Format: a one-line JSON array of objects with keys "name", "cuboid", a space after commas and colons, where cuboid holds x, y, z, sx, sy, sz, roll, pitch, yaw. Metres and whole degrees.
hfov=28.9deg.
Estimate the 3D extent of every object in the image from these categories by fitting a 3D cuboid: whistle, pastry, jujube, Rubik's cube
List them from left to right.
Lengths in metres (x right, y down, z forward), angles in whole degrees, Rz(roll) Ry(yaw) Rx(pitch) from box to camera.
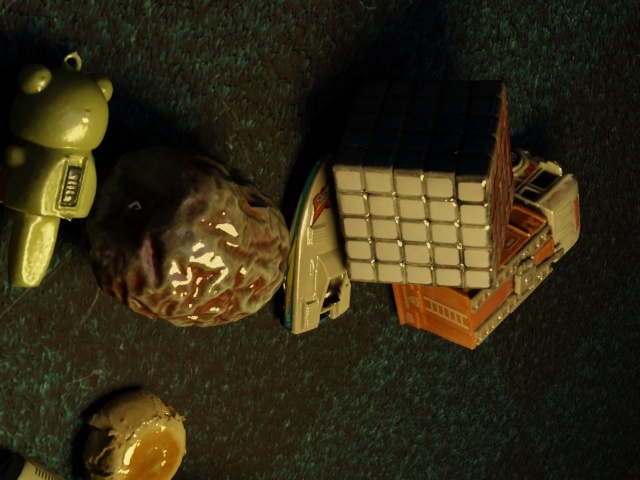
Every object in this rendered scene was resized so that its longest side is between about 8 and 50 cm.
[{"name": "whistle", "cuboid": [-0.322, -0.084, 1.461, 0.131, 0.106, 0.288, 1, 108, -53]}, {"name": "pastry", "cuboid": [-0.265, 0.295, 1.767, 0.166, 0.088, 0.165, -30, 131, -42]}, {"name": "jujube", "cuboid": [-0.167, 0.001, 1.610, 0.226, 0.226, 0.317, -64, 154, -1]}, {"name": "Rubik's cube", "cuboid": [0.160, -0.089, 1.881, 0.237, 0.237, 0.238, -70, 157, -45]}]

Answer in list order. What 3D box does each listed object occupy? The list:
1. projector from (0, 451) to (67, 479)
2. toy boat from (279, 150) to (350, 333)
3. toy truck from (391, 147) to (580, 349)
[{"name": "projector", "cuboid": [-0.388, 0.431, 1.618, 0.198, 0.108, 0.250, 39, 78, -24]}, {"name": "toy boat", "cuboid": [0.000, 0.000, 1.915, 0.129, 0.088, 0.295, -22, 127, -42]}, {"name": "toy truck", "cuboid": [0.310, 0.009, 2.199, 0.387, 0.207, 0.173, -41, 138, -28]}]
